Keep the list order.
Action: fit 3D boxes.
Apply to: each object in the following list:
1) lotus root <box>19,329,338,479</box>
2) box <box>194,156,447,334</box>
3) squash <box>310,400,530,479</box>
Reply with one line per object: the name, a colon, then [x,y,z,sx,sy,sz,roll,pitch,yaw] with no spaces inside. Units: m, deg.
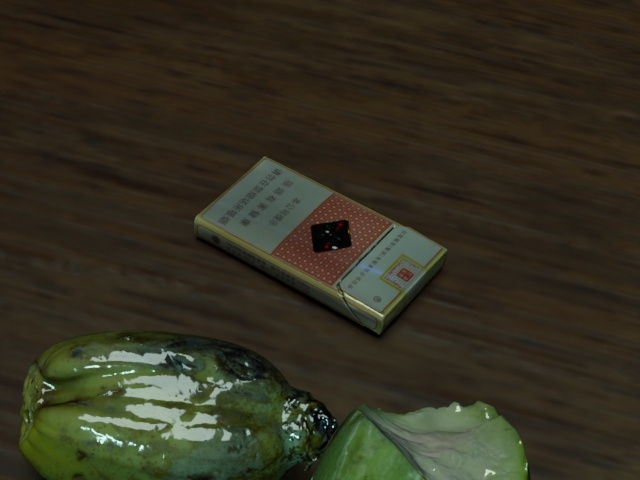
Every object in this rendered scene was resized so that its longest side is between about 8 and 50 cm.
lotus root: [-0.044,0.056,0.452,0.099,0.049,0.054,5,66,-1]
box: [0.000,0.000,0.538,0.083,0.012,0.046,27,48,22]
squash: [0.008,0.129,0.372,0.069,0.069,0.239,14,46,9]
